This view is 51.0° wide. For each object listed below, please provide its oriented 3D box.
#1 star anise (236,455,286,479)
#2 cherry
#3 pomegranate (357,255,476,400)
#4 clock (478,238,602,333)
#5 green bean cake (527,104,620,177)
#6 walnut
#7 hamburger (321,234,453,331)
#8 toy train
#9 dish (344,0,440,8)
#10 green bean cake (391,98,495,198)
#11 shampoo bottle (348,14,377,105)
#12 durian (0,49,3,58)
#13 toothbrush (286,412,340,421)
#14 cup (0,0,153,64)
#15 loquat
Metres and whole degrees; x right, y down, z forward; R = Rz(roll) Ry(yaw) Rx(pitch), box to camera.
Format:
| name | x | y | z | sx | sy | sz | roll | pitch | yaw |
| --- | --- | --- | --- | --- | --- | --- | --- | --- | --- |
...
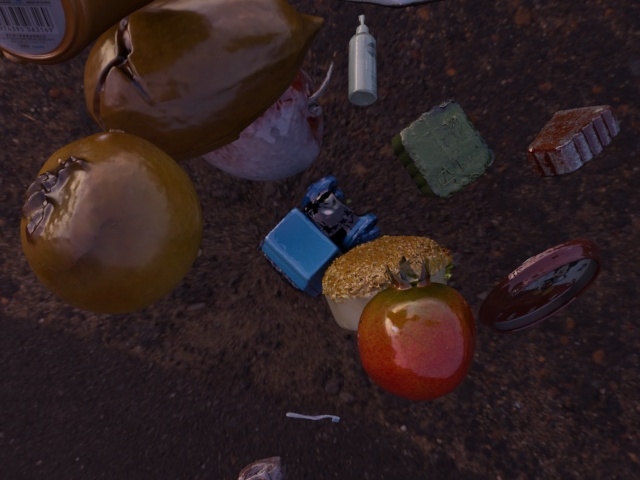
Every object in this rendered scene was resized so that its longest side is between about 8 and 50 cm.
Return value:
| name | x | y | z | sx | sy | sz | roll | pitch | yaw |
| --- | --- | --- | --- | --- | --- | --- | --- | --- | --- |
| star anise | -0.124 | 0.468 | 1.104 | 0.093 | 0.236 | 0.229 | 21 | 79 | 6 |
| cherry | -0.148 | -0.285 | 1.592 | 0.326 | 0.335 | 0.291 | 26 | 54 | -41 |
| pomegranate | 0.168 | 0.155 | 1.194 | 0.220 | 0.221 | 0.257 | -6 | 91 | -4 |
| clock | 0.507 | 0.104 | 1.566 | 0.318 | 0.318 | 0.080 | -26 | 58 | -3 |
| green bean cake | 0.616 | -0.245 | 1.685 | 0.232 | 0.198 | 0.097 | -39 | 110 | -25 |
| walnut | -0.147 | -0.231 | 0.880 | 0.336 | 0.209 | 0.209 | -25 | 91 | -9 |
| hamburger | 0.142 | 0.085 | 1.460 | 0.276 | 0.294 | 0.179 | -7 | 98 | 39 |
| toy train | 0.000 | 0.000 | 1.604 | 0.265 | 0.300 | 0.188 | -45 | 78 | -1 |
| dish | 0.093 | -0.281 | 0.634 | 0.243 | 0.182 | 0.080 | -22 | 123 | -35 |
| green bean cake | 0.308 | -0.225 | 1.690 | 0.200 | 0.113 | 0.214 | -34 | 94 | -9 |
| shampoo bottle | 0.081 | -0.357 | 1.298 | 0.056 | 0.056 | 0.195 | 2 | 69 | -3 |
| durian | -0.485 | -0.431 | 0.920 | 0.347 | 0.347 | 0.384 | -25 | 79 | -3 |
| toothbrush | -0.015 | 0.368 | 1.404 | 0.131 | 0.011 | 0.013 | 15 | 93 | -30 |
| cup | -0.243 | -0.282 | 0.675 | 0.182 | 0.226 | 0.264 | 34 | 44 | -14 |
| loquat | -0.156 | -0.014 | 0.515 | 0.141 | 0.141 | 0.141 | 0 | 89 | -4 |
